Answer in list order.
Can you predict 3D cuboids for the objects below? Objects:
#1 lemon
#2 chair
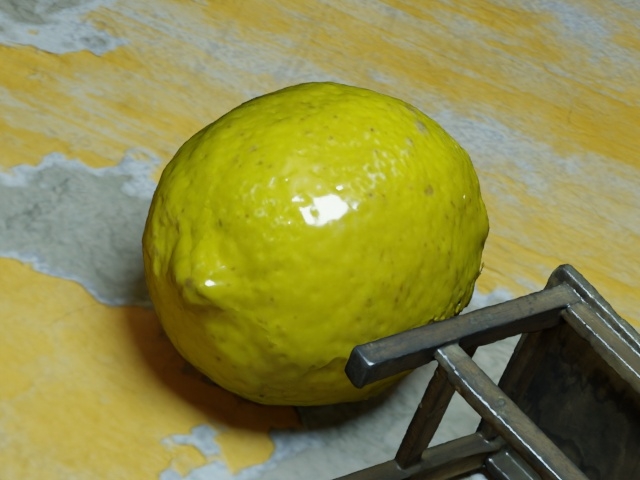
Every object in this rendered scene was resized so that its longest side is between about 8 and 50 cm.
[{"bbox_3d":[0.000,0.000,1.365,0.253,0.253,0.310,39,41,26],"label":"lemon"},{"bbox_3d":[0.219,0.152,1.291,0.416,0.203,0.240,-22,54,-39],"label":"chair"}]
